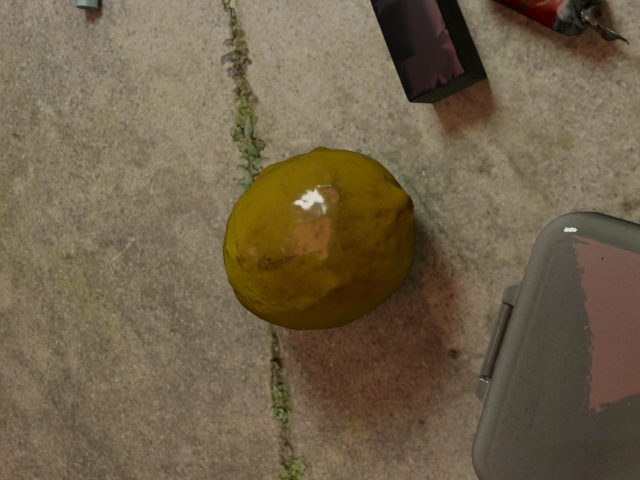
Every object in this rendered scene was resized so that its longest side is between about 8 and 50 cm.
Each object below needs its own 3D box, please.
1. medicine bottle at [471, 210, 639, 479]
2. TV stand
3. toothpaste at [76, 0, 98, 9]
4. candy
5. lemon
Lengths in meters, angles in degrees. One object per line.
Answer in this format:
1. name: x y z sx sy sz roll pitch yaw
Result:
1. medicine bottle: 0.340 0.164 1.349 0.282 0.123 0.375 21 105 24
2. TV stand: 0.117 -0.318 1.452 0.088 0.083 0.269 -24 82 29
3. toothpaste: -0.356 -0.460 1.722 0.056 0.036 0.205 3 92 27
4. candy: 0.255 -0.309 1.376 0.292 0.086 0.059 31 119 23
5. lemon: 0.000 0.000 1.461 0.288 0.233 0.233 -27 82 31
